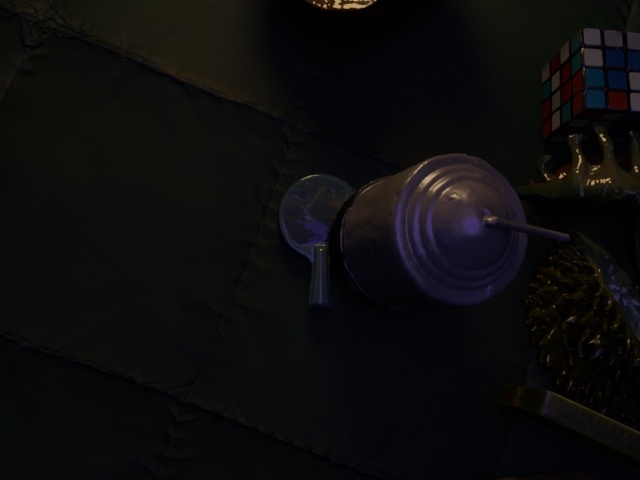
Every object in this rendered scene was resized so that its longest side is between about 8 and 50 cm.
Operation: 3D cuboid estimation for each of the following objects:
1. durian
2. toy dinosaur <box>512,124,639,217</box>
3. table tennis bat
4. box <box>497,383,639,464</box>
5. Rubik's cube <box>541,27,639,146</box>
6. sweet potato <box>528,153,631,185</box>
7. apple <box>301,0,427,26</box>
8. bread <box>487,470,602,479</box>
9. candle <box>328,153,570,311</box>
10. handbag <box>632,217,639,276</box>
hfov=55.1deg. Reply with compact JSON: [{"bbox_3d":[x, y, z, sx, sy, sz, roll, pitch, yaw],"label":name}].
[{"bbox_3d":[0.482,0.171,1.043,0.394,0.163,0.198,55,41,1],"label":"durian"},{"bbox_3d":[0.457,-0.030,0.961,0.447,0.087,0.301,-18,65,29],"label":"toy dinosaur"},{"bbox_3d":[0.000,0.000,1.045,0.149,0.038,0.237,4,77,-8],"label":"table tennis bat"},{"bbox_3d":[0.453,0.309,0.961,0.311,0.173,0.043,24,80,0],"label":"box"},{"bbox_3d":[0.493,-0.261,1.075,0.154,0.155,0.151,4,78,-5],"label":"Rubik's cube"},{"bbox_3d":[0.466,-0.121,1.101,0.202,0.058,0.055,-21,123,-4],"label":"sweet potato"},{"bbox_3d":[0.069,-0.548,1.027,0.365,0.295,0.329,48,53,7],"label":"apple"},{"bbox_3d":[0.347,0.551,0.884,0.245,0.233,0.362,-1,84,-7],"label":"bread"},{"bbox_3d":[0.158,-0.008,0.897,0.221,0.342,0.221,3,81,-18],"label":"candle"},{"bbox_3d":[0.680,-0.060,1.016,0.247,0.240,0.341,11,80,1],"label":"handbag"}]
